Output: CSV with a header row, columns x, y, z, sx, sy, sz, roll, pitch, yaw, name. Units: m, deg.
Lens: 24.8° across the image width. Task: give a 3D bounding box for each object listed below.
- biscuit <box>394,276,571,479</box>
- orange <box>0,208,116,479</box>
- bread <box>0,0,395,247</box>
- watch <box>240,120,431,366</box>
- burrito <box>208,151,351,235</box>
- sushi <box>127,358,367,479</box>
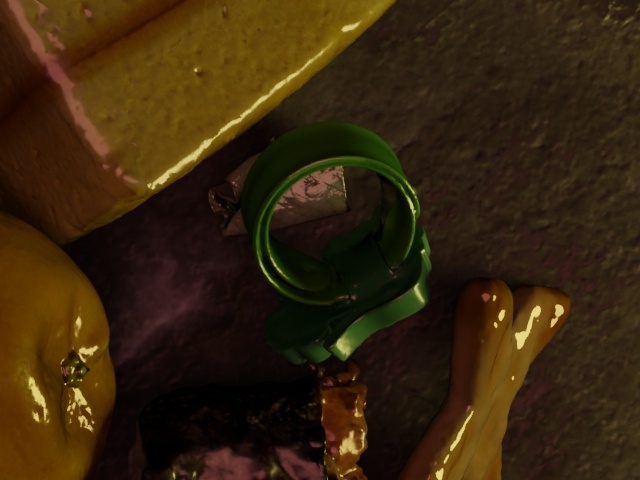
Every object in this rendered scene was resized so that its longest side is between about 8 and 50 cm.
x,y,z,sx,sy,sz,roll,pitch,yaw,name
0.125,0.130,1.169,0.047,0.164,0.208,21,96,30,biscuit
-0.273,0.101,1.072,0.235,0.279,0.279,-11,96,8,orange
-0.115,-0.187,1.163,0.362,0.245,0.233,-36,96,-30,bread
0.000,0.000,1.120,0.165,0.131,0.152,-30,122,8,watch
-0.033,-0.045,1.185,0.118,0.044,0.074,-13,107,-4,burrito
-0.052,0.279,1.129,0.208,0.234,0.348,-2,101,-3,sushi
